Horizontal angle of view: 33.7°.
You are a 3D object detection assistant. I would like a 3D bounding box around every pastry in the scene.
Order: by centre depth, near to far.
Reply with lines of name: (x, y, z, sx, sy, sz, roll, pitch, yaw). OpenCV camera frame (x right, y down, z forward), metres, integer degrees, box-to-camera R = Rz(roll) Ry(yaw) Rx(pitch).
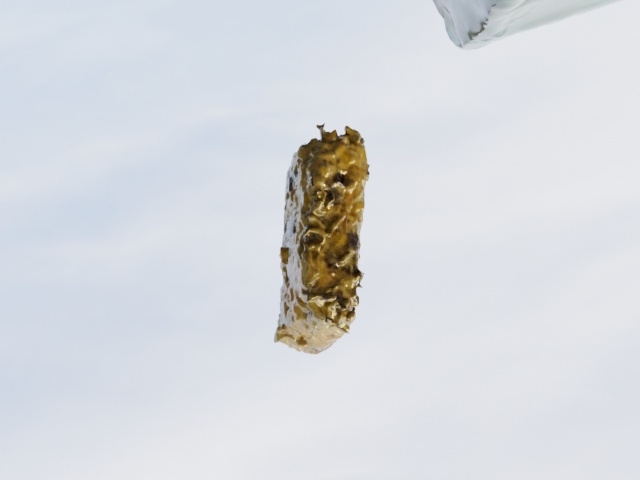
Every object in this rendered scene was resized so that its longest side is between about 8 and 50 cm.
pastry: (0.000, 0.000, 0.689, 0.056, 0.080, 0.140, 13, -115, -14)

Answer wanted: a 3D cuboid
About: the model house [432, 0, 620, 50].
model house: (0.102, -0.264, 0.361, 0.194, 0.324, 0.267, -20, 180, -2)
